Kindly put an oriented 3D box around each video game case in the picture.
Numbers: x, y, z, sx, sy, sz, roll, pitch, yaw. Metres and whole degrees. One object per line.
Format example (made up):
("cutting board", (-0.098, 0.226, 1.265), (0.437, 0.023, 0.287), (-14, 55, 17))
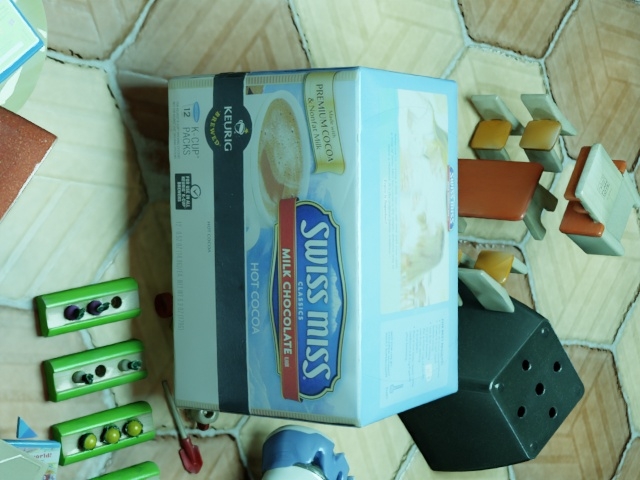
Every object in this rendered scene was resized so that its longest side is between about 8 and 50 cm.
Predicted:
("video game case", (-0.323, 0.278, 1.227), (0.119, 0.015, 0.166), (9, 91, -38))

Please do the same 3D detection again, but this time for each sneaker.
("sneaker", (0.002, 0.381, 1.394), (0.315, 0.127, 0.182), (56, 37, -18))

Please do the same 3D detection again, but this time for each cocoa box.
("cocoa box", (0.000, 0.000, 1.302), (0.231, 0.228, 0.347), (-6, 96, -59))

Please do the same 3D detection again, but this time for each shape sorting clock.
("shape sorting clock", (-0.355, -0.193, 1.168), (0.206, 0.040, 0.206), (-11, 109, -33))

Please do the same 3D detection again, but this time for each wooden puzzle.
("wooden puzzle", (-0.308, 0.235, 1.215), (0.078, 0.014, 0.116), (48, 68, -37))

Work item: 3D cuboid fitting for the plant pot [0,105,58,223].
("plant pot", (-0.406, -0.029, 1.010), (0.235, 0.267, 0.267), (36, 73, -16))

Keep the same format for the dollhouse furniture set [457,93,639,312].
("dollhouse furniture set", (0.239, -0.059, 1.505), (0.135, 0.259, 0.262), (43, 63, -43))

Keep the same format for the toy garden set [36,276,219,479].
("toy garden set", (-0.182, 0.161, 1.317), (0.203, 0.049, 0.244), (-12, 99, -37))

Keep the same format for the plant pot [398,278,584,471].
("plant pot", (0.212, 0.175, 1.554), (0.187, 0.167, 0.188), (-45, 119, -27))
